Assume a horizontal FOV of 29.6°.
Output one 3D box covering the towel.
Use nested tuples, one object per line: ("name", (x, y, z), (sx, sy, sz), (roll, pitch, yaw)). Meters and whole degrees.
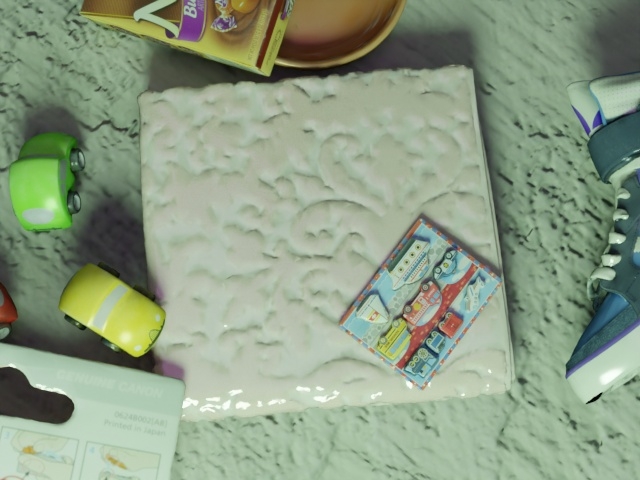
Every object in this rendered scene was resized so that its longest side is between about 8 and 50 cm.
("towel", (0.000, 0.000, 1.130), (0.331, 0.053, 0.317), (-5, 78, -5))

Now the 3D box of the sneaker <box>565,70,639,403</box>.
("sneaker", (0.286, -0.033, 1.130), (0.323, 0.130, 0.236), (-42, 75, -6))

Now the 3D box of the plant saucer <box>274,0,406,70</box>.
("plant saucer", (-0.012, -0.259, 1.188), (0.199, 0.037, 0.200), (1, 80, -4))

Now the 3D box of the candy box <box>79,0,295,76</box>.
("candy box", (-0.121, -0.233, 1.136), (0.186, 0.053, 0.109), (18, 90, 16))

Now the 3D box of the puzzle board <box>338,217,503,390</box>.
("puzzle board", (0.091, 0.057, 1.095), (0.096, 0.011, 0.128), (38, 77, 3))

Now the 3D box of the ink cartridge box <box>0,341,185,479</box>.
("ink cartridge box", (-0.298, 0.278, 1.005), (0.308, 0.091, 0.385), (13, 75, -16))

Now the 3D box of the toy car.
("toy car", (-0.257, -0.001, 1.093), (0.238, 0.053, 0.225), (-5, 70, 11))
